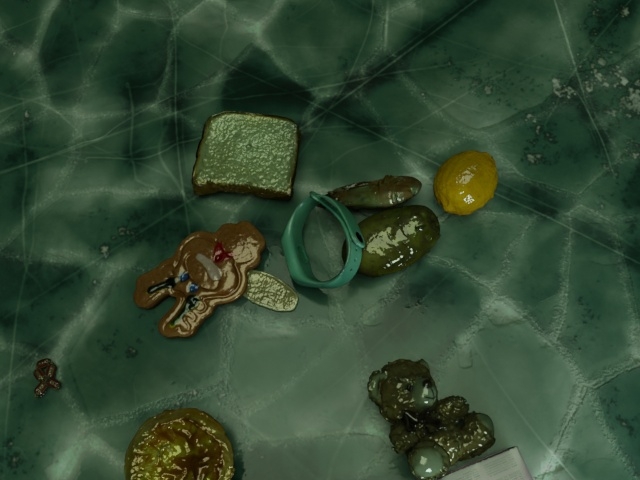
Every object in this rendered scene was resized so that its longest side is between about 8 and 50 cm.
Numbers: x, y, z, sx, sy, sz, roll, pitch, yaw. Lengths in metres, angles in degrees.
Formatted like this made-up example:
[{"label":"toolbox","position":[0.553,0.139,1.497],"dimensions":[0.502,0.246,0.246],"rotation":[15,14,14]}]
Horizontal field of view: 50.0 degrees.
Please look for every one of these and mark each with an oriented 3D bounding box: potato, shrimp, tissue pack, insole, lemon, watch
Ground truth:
[{"label":"potato","position":[0.162,0.001,1.613],"dimensions":[0.251,0.113,0.149],"rotation":[-30,78,5]},{"label":"shrimp","position":[0.113,-0.115,1.664],"dimensions":[0.267,0.061,0.145],"rotation":[-13,26,19]},{"label":"tissue pack","position":[0.320,0.542,1.418],"dimensions":[0.247,0.092,0.148],"rotation":[-20,69,-5]},{"label":"insole","position":[-0.169,0.104,1.641],"dimensions":[0.248,0.011,0.081],"rotation":[19,73,10]},{"label":"lemon","position":[0.351,-0.142,1.638],"dimensions":[0.142,0.142,0.187],"rotation":[41,73,15]},{"label":"watch","position":[0.000,0.000,1.594],"dimensions":[0.195,0.068,0.237],"rotation":[-32,59,27]}]

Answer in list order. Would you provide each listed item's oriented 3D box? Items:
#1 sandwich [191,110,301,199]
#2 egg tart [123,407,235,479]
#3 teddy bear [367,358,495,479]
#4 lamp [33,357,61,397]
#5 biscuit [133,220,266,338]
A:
[{"label":"sandwich","position":[-0.180,-0.210,1.714],"dimensions":[0.251,0.087,0.226],"rotation":[5,72,2]},{"label":"egg tart","position":[-0.299,0.478,1.464],"dimensions":[0.241,0.106,0.240],"rotation":[-1,67,2]},{"label":"teddy bear","position":[0.215,0.367,1.456],"dimensions":[0.267,0.156,0.256],"rotation":[-7,65,-42]},{"label":"lamp","position":[-0.634,0.312,1.578],"dimensions":[0.063,0.031,0.083],"rotation":[-20,67,-6]},{"label":"biscuit","position":[-0.278,0.080,1.627],"dimensions":[0.334,0.047,0.202],"rotation":[-39,73,-8]}]
